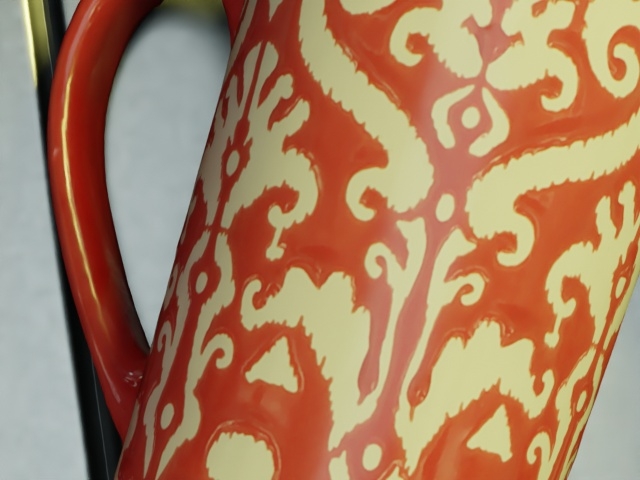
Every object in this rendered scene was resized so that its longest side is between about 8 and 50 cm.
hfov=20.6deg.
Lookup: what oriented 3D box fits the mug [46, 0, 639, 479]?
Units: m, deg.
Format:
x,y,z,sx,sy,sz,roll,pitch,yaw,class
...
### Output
x,y,z,sx,sy,sz,roll,pitch,yaw,class
0.009,0.003,0.406,0.113,0.150,0.169,22,82,-36,mug
